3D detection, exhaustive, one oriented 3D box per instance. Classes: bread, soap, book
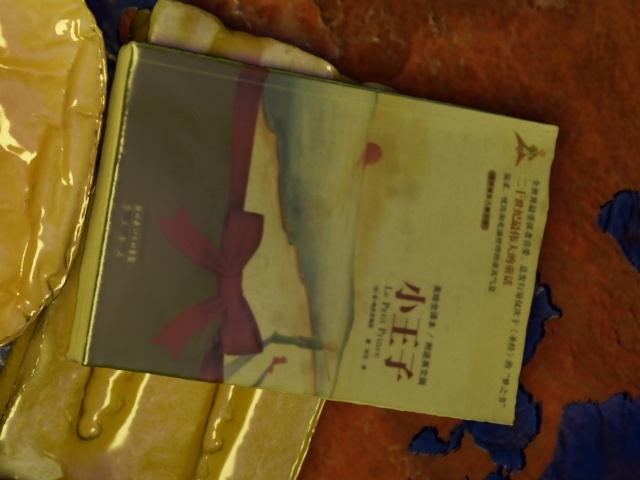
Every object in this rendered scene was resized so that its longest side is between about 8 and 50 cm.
[{"bbox_3d":[-0.229,-0.049,1.106,0.179,0.133,0.250,10,88,-16],"label":"bread"},{"bbox_3d":[-0.078,0.025,1.196,0.199,0.091,0.315,19,88,-21],"label":"soap"},{"bbox_3d":[0.000,0.000,1.160,0.289,0.026,0.201,8,91,-19],"label":"book"}]
